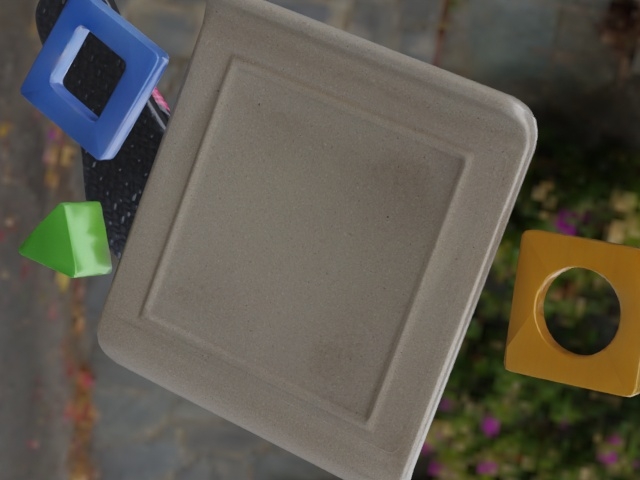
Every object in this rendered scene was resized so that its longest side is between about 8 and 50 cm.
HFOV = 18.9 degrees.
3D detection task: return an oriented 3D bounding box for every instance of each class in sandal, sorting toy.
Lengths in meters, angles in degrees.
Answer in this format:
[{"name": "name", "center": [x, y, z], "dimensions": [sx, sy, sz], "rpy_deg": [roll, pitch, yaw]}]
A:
[{"name": "sandal", "center": [-0.116, -0.070, 1.141], "dimensions": [0.040, 0.067, 0.179], "rpy_deg": [-37, 110, -74]}, {"name": "sorting toy", "center": [0.000, 0.000, 0.899], "dimensions": [0.047, 0.347, 0.196], "rpy_deg": [-4, 115, -61]}]
